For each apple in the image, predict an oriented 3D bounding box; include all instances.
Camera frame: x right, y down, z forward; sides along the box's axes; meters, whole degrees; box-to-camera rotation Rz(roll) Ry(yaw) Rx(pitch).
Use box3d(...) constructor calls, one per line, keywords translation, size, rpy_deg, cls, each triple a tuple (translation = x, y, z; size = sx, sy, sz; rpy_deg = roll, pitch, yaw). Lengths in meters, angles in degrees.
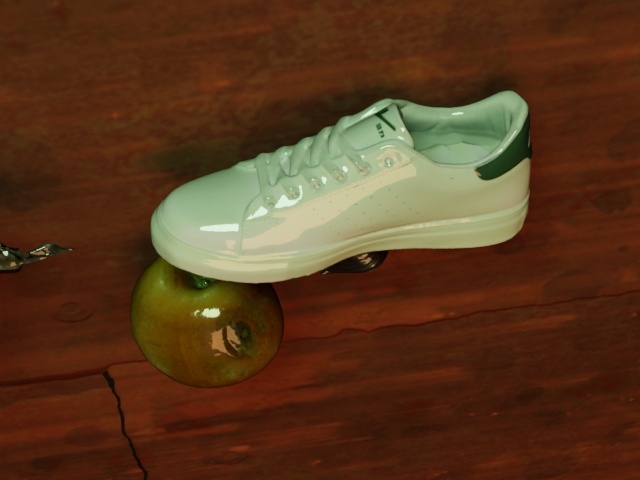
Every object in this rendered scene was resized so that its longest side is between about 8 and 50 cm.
box3d(translation=(-0.086, 0.057, 0.815), size=(0.114, 0.099, 0.102), rpy_deg=(20, 145, 30), cls="apple")

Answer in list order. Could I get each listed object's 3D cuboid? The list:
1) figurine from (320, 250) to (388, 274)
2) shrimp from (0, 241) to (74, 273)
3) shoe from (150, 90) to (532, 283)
box3d(translation=(0.000, 0.000, 0.819), size=(0.106, 0.047, 0.060), rpy_deg=(-11, 125, 15), cls="figurine")
box3d(translation=(-0.378, 0.042, 0.711), size=(0.410, 0.166, 0.221), rpy_deg=(7, 174, -1), cls="shrimp")
box3d(translation=(0.019, -0.047, 0.731), size=(0.265, 0.095, 0.110), rpy_deg=(-6, 137, -13), cls="shoe")
